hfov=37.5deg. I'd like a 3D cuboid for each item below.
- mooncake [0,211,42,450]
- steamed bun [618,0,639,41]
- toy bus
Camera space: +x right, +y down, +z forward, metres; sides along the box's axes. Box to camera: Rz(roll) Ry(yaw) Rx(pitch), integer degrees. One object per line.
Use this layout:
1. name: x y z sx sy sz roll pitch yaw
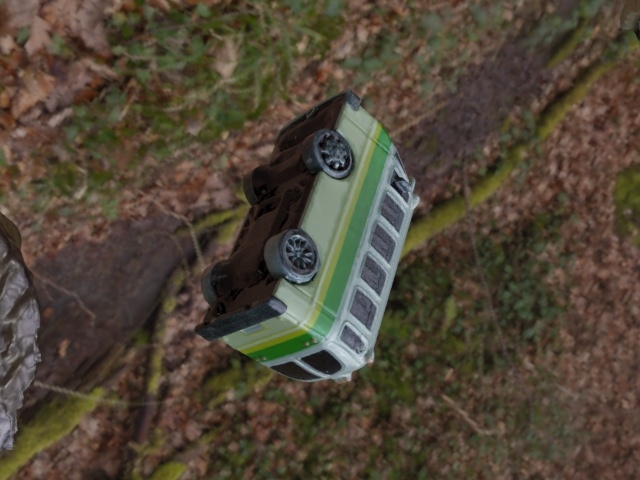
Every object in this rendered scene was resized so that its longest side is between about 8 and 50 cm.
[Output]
1. mooncake: -0.342 0.079 0.626 0.324 0.187 0.324 -49 151 -40
2. steamed bun: 0.344 -0.078 0.431 0.237 0.394 0.347 -12 130 -19
3. toy bus: 0.000 0.000 0.961 0.133 0.164 0.276 -23 -143 46
